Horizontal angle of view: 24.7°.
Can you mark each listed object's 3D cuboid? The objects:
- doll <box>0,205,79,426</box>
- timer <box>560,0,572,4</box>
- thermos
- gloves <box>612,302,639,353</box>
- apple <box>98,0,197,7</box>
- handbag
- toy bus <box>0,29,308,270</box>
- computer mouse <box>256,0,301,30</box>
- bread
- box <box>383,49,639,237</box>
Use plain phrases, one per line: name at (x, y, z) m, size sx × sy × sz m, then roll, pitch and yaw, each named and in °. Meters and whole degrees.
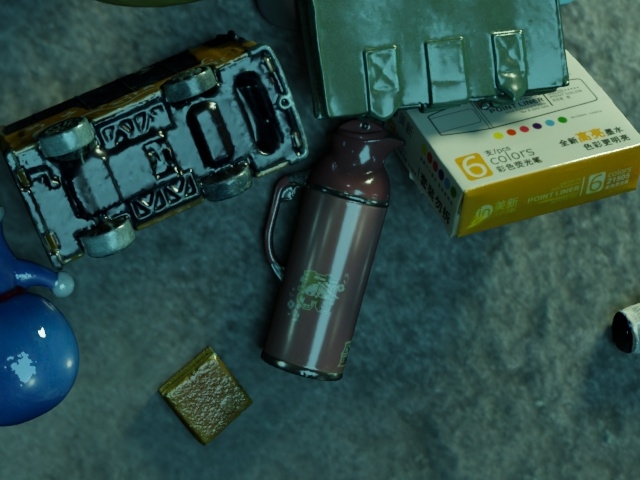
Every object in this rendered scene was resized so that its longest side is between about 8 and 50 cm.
doll at (-0.387, 0.091, 1.697) m, size 0.215 × 0.161 × 0.257 m, roll -20°, pitch 93°, yaw -4°
timer at (0.248, -0.409, 1.871) m, size 0.232 × 0.091 × 0.250 m, roll -14°, pitch 114°, yaw -20°
thermos at (0.007, 0.001, 1.865) m, size 0.109 × 0.136 × 0.330 m, roll 6°, pitch 101°, yaw -52°
gloves at (0.528, 0.106, 2.116) m, size 0.229 × 0.097 × 0.119 m, roll -24°, pitch 141°, yaw -21°
apple at (-0.187, -0.455, 1.471) m, size 0.474 × 0.473 × 0.473 m, roll -5°, pitch 104°, yaw -22°
handbag at (0.134, -0.270, 1.769) m, size 0.326 × 0.089 × 0.238 m, roll -8°, pitch 94°, yaw -17°
toy bus at (-0.199, -0.112, 1.693) m, size 0.323 × 0.194 × 0.162 m, roll -25°, pitch 110°, yaw -13°
computer mouse at (0.031, -0.320, 1.815) m, size 0.232 × 0.057 × 0.120 m, roll -2°, pitch 104°, yaw -22°
bread at (-0.146, 0.201, 1.875) m, size 0.090 × 0.035 × 0.094 m, roll -39°, pitch 114°, yaw -9°
box at (0.244, -0.127, 1.860) m, size 0.274 × 0.221 × 0.091 m, roll -16°, pitch 138°, yaw -20°
